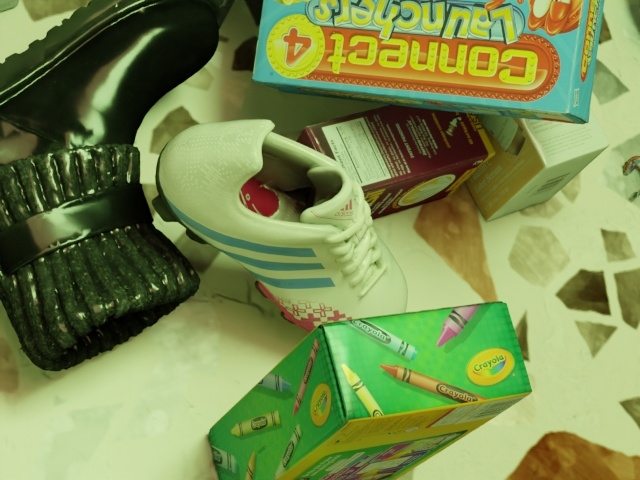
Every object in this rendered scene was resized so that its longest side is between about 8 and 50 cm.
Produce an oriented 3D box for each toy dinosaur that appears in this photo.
[{"bbox_3d":[0.366,-0.054,1.628,0.090,0.047,0.082,25,41,-51],"label":"toy dinosaur"}]

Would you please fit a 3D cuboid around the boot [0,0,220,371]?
[{"bbox_3d":[-0.173,-0.062,1.324,0.348,0.131,0.260,-35,76,-22],"label":"boot"}]

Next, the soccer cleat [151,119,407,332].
[{"bbox_3d":[0.000,0.000,1.303,0.331,0.143,0.116,34,55,-41],"label":"soccer cleat"}]

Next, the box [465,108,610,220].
[{"bbox_3d":[0.193,-0.129,1.522,0.091,0.130,0.170,-19,74,-29],"label":"box"}]

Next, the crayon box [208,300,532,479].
[{"bbox_3d":[0.031,0.143,1.227,0.165,0.278,0.081,-6,69,-26],"label":"crayon box"}]

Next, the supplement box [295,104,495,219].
[{"bbox_3d":[0.061,-0.076,1.453,0.188,0.104,0.081,-17,74,-29],"label":"supplement box"}]

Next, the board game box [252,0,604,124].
[{"bbox_3d":[0.109,-0.274,1.363,0.308,0.086,0.302,8,90,21],"label":"board game box"}]

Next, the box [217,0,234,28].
[{"bbox_3d":[-0.175,-0.333,1.441,0.247,0.163,0.142,21,57,-13],"label":"box"}]

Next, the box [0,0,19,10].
[{"bbox_3d":[-0.339,-0.267,1.382,0.101,0.087,0.102,-25,77,-31],"label":"box"}]
